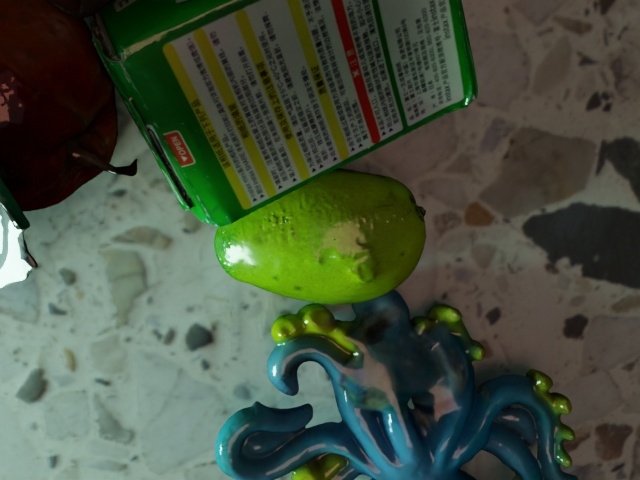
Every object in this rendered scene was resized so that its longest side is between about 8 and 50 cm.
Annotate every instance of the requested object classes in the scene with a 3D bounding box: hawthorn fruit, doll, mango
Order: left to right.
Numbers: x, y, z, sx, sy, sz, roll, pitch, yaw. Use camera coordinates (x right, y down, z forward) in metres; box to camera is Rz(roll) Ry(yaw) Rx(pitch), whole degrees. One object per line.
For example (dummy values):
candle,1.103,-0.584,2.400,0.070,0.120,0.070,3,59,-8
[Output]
hawthorn fruit,-0.204,-0.093,0.470,0.194,0.157,0.157,35,99,14
mango,0.000,0.000,0.568,0.178,0.100,0.119,-5,109,1
doll,0.072,0.207,0.649,0.345,0.099,0.342,-8,94,-11

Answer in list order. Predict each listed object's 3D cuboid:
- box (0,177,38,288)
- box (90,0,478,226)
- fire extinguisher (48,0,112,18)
box,-0.365,-0.030,0.421,0.336,0.106,0.264,-19,109,31
box,-0.016,-0.132,0.495,0.250,0.103,0.180,-27,134,-5
fire extinguisher,-0.065,-0.296,0.441,0.344,0.102,0.138,-46,110,-19
